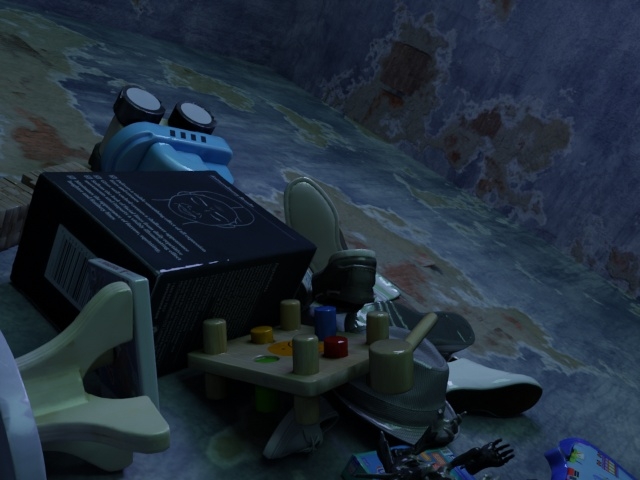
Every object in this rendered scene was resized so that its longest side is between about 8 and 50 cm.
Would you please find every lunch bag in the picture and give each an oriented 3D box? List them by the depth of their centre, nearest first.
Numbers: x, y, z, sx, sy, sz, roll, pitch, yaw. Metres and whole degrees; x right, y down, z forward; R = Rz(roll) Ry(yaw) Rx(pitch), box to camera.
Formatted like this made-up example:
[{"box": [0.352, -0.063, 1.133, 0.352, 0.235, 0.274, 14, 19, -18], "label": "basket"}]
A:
[{"box": [0.450, 0.434, 0.974, 0.293, 0.138, 0.221, 51, 27, 10], "label": "lunch bag"}]

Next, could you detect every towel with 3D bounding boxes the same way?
[{"box": [0.129, 0.116, 1.636, 0.113, 0.023, 0.152, 35, 23, 25], "label": "towel"}]

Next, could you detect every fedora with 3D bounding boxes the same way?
[{"box": [0.136, 0.233, 1.156, 0.244, 0.124, 0.275, 4, 18, -43], "label": "fedora"}]

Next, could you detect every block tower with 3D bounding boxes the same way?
[{"box": [-0.538, -0.066, 1.203, 0.097, 0.090, 0.335, 29, 22, 10], "label": "block tower"}]

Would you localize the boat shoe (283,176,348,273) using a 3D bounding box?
[{"box": [0.000, 0.000, 1.449, 0.324, 0.117, 0.096, 63, -3, -22], "label": "boat shoe"}]

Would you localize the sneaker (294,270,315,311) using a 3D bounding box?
[{"box": [-0.108, 0.036, 1.405, 0.283, 0.110, 0.122, 56, 18, 11], "label": "sneaker"}]

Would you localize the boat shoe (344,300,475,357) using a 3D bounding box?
[{"box": [0.185, 0.207, 1.404, 0.321, 0.103, 0.118, 6, 47, -30], "label": "boat shoe"}]

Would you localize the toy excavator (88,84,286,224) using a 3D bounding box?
[{"box": [-0.271, -0.107, 1.515, 0.433, 0.222, 0.445, 5, 43, -44], "label": "toy excavator"}]

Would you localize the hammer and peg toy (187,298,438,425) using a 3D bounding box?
[{"box": [0.012, 0.183, 0.994, 0.362, 0.127, 0.266, 3, 7, 37], "label": "hammer and peg toy"}]

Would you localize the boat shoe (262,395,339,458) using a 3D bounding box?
[{"box": [-0.024, 0.293, 0.995, 0.063, 0.066, 0.184, 32, 12, 17], "label": "boat shoe"}]

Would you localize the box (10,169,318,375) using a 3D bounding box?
[{"box": [-0.254, 0.037, 1.116, 0.294, 0.211, 0.396, 36, 24, 26], "label": "box"}]

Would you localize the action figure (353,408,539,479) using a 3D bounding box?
[{"box": [0.185, 0.324, 0.913, 0.276, 0.141, 0.164, 11, 38, -36], "label": "action figure"}]

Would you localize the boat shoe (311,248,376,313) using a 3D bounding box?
[{"box": [0.042, 0.101, 1.244, 0.112, 0.095, 0.335, 2, -16, -5], "label": "boat shoe"}]

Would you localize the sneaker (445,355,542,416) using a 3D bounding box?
[{"box": [0.333, 0.287, 1.345, 0.290, 0.105, 0.123, 12, 27, -29], "label": "sneaker"}]

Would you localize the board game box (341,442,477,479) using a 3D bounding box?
[{"box": [0.158, 0.386, 0.992, 0.210, 0.047, 0.160, 7, 28, -41], "label": "board game box"}]

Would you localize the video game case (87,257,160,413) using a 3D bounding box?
[{"box": [-0.254, 0.133, 0.830, 0.023, 0.201, 0.183, -8, 11, -34], "label": "video game case"}]

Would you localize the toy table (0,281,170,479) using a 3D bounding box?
[{"box": [-0.295, 0.173, 0.738, 0.161, 0.252, 0.274, -10, 39, -35], "label": "toy table"}]
